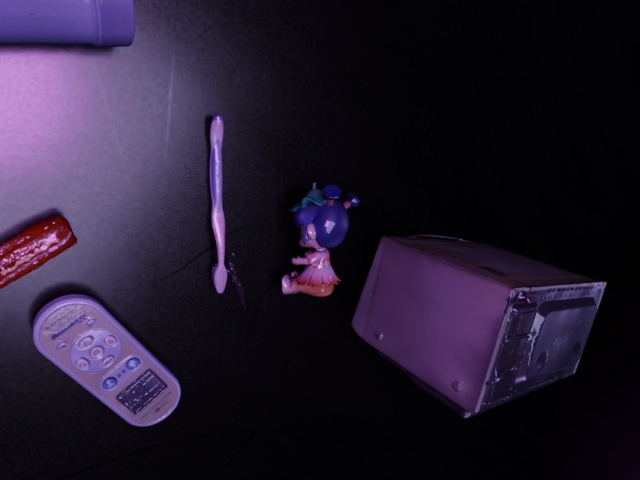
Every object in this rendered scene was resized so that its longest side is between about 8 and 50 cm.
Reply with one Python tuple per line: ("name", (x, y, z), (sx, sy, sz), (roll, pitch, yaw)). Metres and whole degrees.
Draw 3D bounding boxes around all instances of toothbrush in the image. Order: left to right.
("toothbrush", (-0.153, -0.048, 0.632), (0.021, 0.027, 0.268), (-11, 111, -44))

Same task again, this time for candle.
("candle", (-0.420, 0.077, 0.452), (0.329, 0.048, 0.051), (-37, 147, -22))

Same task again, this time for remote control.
("remote control", (-0.286, 0.169, 0.584), (0.087, 0.047, 0.244), (-44, 125, -23))

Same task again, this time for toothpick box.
("toothpick box", (-0.281, -0.249, 0.426), (0.153, 0.101, 0.101), (-16, 113, -32))

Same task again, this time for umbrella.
("umbrella", (-0.137, 0.067, 0.688), (0.013, 0.022, 0.122), (-50, 143, -47))

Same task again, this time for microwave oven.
("microwave oven", (0.317, 0.148, 0.865), (0.395, 0.333, 0.246), (3, 106, -38))

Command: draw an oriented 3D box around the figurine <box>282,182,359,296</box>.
("figurine", (0.000, 0.000, 0.720), (0.111, 0.102, 0.194), (-20, 116, -69))
